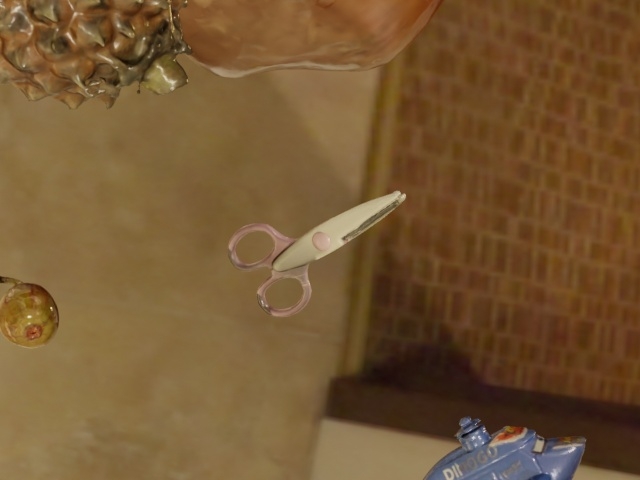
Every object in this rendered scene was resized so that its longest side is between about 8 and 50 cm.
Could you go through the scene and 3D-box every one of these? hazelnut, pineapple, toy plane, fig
[{"bbox_3d":[-0.028,-0.321,1.442,0.315,0.372,0.372,-16,104,-69],"label":"hazelnut"},{"bbox_3d":[-0.158,-0.161,1.068,0.193,0.166,0.166,42,60,5],"label":"pineapple"},{"bbox_3d":[0.053,0.129,0.814,0.062,0.167,0.054,63,11,-1],"label":"toy plane"},{"bbox_3d":[-0.239,0.051,1.327,0.050,0.083,0.050,-16,128,-21],"label":"fig"}]

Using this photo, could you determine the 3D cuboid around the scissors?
[{"bbox_3d":[0.000,0.000,1.359,0.085,0.176,0.022,58,34,-3],"label":"scissors"}]
